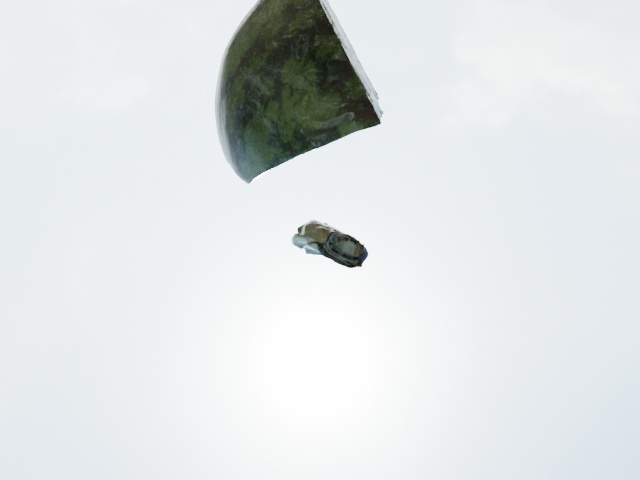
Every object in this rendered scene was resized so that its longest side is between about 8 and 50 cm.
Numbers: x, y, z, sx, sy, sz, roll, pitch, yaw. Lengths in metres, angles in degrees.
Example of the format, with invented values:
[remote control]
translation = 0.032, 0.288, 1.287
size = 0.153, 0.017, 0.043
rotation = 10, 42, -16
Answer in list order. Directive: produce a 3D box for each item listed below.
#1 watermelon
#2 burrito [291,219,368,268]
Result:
[watermelon]
translation = -0.035, -0.167, 1.401
size = 0.260, 0.176, 0.256
rotation = -23, -128, 28
[burrito]
translation = 0.003, 0.001, 1.496
size = 0.118, 0.074, 0.044
rotation = 24, -89, 61
